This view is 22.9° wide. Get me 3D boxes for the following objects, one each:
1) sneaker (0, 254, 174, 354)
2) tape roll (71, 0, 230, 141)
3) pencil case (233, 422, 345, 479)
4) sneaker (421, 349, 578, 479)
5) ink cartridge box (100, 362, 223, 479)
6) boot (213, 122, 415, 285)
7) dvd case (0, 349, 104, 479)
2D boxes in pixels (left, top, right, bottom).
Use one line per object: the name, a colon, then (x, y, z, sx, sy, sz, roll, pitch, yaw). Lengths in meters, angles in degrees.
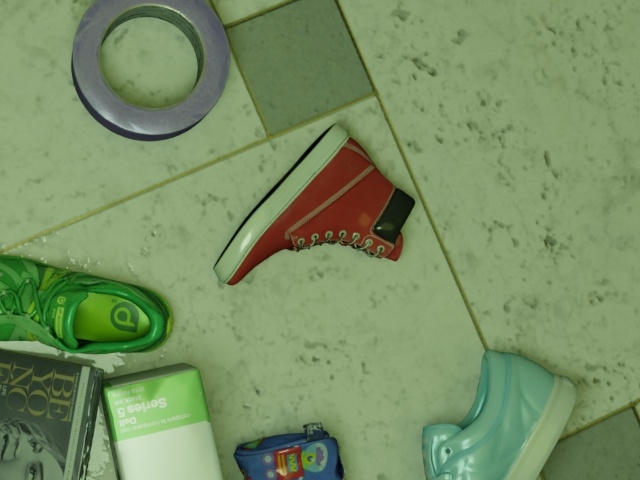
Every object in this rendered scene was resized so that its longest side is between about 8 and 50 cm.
sneaker: (-0.318, 0.075, 1.865, 0.296, 0.123, 0.109, 5, 87, -9)
tape roll: (-0.207, -0.217, 1.920, 0.189, 0.080, 0.189, 0, 87, -9)
pencil case: (-0.008, 0.372, 1.911, 0.133, 0.119, 0.306, -14, 90, -19)
sneaker: (0.171, 0.301, 1.950, 0.150, 0.135, 0.366, 30, 74, 0)
ink cartridge box: (-0.175, 0.288, 1.844, 0.115, 0.198, 0.272, -12, 89, -10)
boot: (0.000, 0.000, 1.946, 0.176, 0.088, 0.244, 45, 78, -7)
dvd case: (-0.346, 0.214, 1.831, 0.018, 0.221, 0.164, 15, 83, -53)
